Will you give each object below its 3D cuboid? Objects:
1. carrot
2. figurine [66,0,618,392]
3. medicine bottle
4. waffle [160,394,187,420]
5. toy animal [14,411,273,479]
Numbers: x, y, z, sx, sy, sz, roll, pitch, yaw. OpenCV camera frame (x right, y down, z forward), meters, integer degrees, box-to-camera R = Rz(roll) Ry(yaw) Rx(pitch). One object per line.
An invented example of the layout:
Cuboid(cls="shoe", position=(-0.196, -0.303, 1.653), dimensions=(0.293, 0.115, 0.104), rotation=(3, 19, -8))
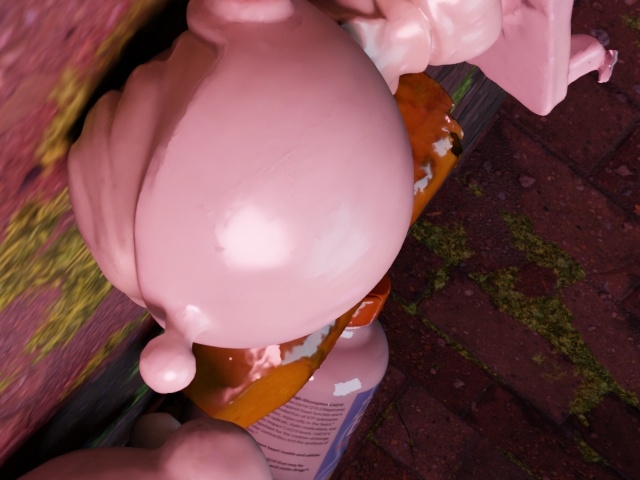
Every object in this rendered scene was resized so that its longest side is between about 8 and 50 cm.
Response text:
Cuboid(cls="carrot", position=(0.000, 0.000, 0.952), dimensions=(0.302, 0.114, 0.114), rotation=(-52, 175, -5))
Cuboid(cls="figurine", position=(0.005, -0.048, 0.511), dimensions=(0.257, 0.144, 0.182), rotation=(-47, 177, -16))
Cuboid(cls="medicine bottle", position=(-0.034, 0.135, 1.198), dimensions=(0.157, 0.157, 0.289), rotation=(-43, 161, -59))
Cuboid(cls="waffle", position=(-0.169, 0.226, 1.354), dimensions=(0.149, 0.051, 0.194), rotation=(-57, 173, 36))
Cuboid(cls="toy animal", position=(-0.114, 0.220, 0.921), dimensions=(0.241, 0.196, 0.367), rotation=(-44, 172, 1))
